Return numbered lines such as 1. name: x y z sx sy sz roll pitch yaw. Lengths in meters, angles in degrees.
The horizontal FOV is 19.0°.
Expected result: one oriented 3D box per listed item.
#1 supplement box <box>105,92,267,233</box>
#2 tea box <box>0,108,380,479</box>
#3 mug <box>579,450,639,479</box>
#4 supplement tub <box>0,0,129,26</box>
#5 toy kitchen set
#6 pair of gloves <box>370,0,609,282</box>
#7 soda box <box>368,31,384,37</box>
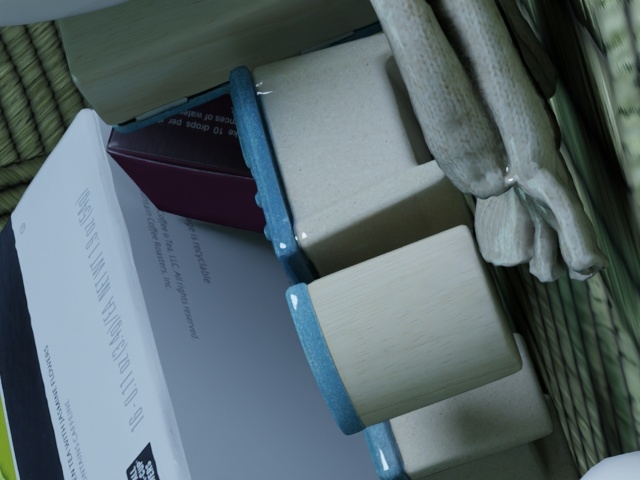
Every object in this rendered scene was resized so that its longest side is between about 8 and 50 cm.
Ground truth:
1. supplement box: -0.023 -0.105 0.832 0.104 0.081 0.188 62 -140 -75
2. tea box: -0.069 0.174 0.938 0.323 0.220 0.329 -53 39 31
3. mug: 0.036 0.225 0.377 0.328 0.276 0.374 52 -129 -69
4. supplement tub: -0.123 -0.251 0.605 0.228 0.228 0.316 -106 13 -51
5. toy kitchen set: 0.000 0.000 0.729 0.166 0.122 0.207 58 -166 -57
6. pair of gloves: 0.038 -0.088 0.603 0.240 0.042 0.204 -52 -58 -83
7. soda box: 0.021 -0.150 1.296 0.181 0.061 0.058 -106 -1 -60
